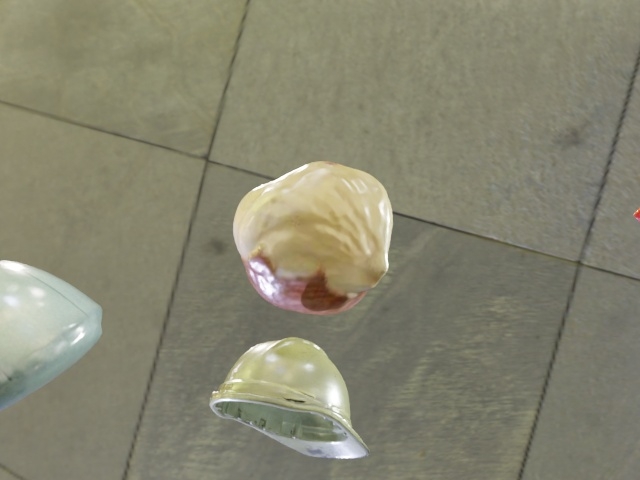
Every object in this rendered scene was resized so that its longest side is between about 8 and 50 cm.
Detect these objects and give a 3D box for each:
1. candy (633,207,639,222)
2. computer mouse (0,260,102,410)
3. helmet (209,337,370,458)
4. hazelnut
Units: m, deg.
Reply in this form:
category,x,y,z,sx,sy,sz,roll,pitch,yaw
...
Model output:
category,x,y,z,sx,sy,sz,roll,pitch,yaw
candy,0.338,-0.039,0.843,0.062,0.038,0.122,53,141,15
computer mouse,-0.344,0.097,0.895,0.371,0.188,0.122,-21,101,47
helmet,-0.033,0.222,1.448,0.204,0.257,0.137,-14,52,45
hazelnut,0.000,0.000,1.501,0.241,0.261,0.261,30,100,40
